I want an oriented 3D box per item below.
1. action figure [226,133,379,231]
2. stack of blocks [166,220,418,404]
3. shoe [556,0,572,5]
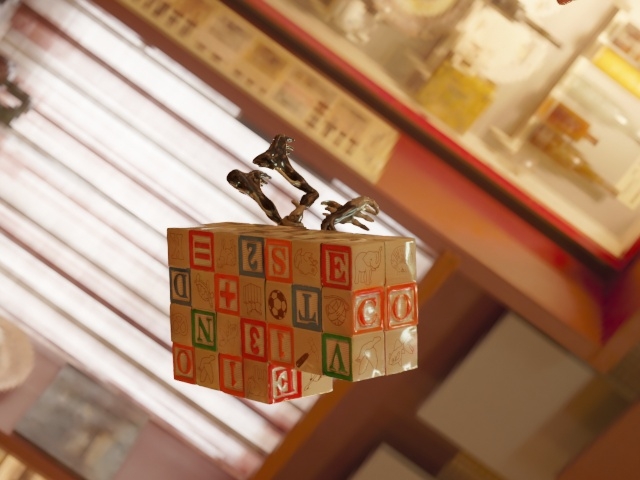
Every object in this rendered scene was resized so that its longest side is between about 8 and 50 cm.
[{"bbox_3d":[0.000,0.000,1.590,0.141,0.275,0.164,-7,147,-46],"label":"action figure"},{"bbox_3d":[-0.035,0.075,1.296,0.087,0.171,0.297,-7,-172,-41],"label":"stack of blocks"},{"bbox_3d":[0.379,-0.378,1.674,0.178,0.081,0.063,-23,-162,19],"label":"shoe"}]
